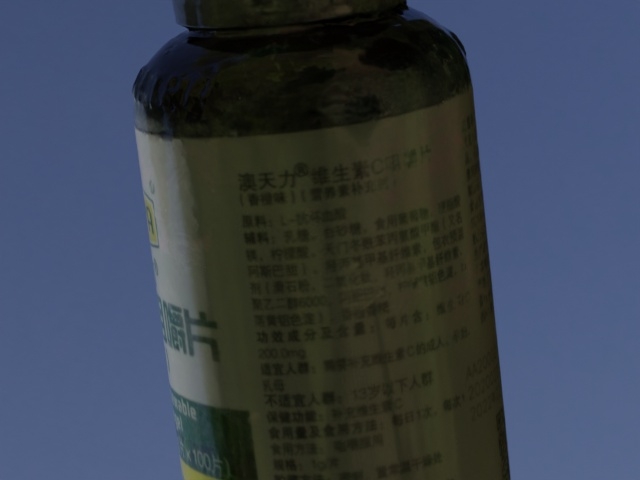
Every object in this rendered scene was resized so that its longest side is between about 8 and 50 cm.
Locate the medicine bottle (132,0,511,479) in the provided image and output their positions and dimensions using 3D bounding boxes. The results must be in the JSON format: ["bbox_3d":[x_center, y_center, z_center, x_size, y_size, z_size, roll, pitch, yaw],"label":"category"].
[{"bbox_3d":[0.000,0.000,0.821,0.141,0.141,0.293,-16,-74,-36],"label":"medicine bottle"}]
